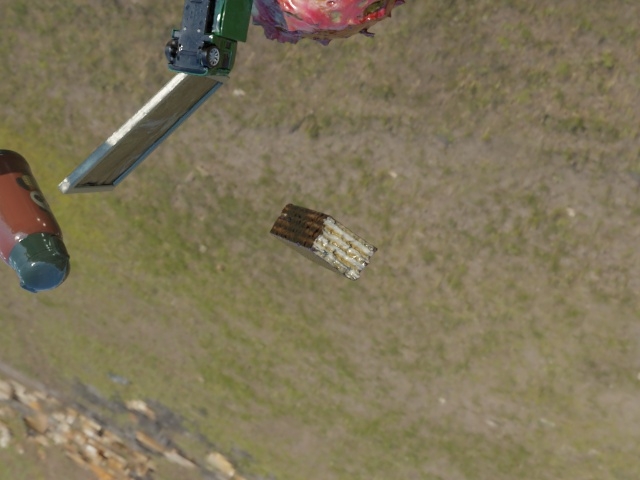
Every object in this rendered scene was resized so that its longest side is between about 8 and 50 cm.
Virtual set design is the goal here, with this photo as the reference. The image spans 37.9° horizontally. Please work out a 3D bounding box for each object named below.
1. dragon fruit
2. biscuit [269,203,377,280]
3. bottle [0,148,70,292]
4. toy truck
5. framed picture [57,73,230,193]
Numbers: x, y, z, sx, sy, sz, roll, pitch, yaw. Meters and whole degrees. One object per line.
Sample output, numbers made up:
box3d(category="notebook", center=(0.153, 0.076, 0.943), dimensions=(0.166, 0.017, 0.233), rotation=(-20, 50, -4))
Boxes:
box3d(category="dragon fruit", center=(0.019, -0.348, 1.161), dimensions=(0.268, 0.205, 0.210), rotation=(8, 112, 44))
box3d(category="biscuit", center=(0.000, 0.000, 1.609), dimensions=(0.106, 0.070, 0.252), rotation=(34, 176, -20))
box3d(category="bottle", center=(-0.625, -0.034, 1.944), dimensions=(0.336, 0.144, 0.144), rotation=(54, 166, 31))
box3d(category="toy truck", center=(-0.124, -0.256, 1.048), dimensions=(0.065, 0.147, 0.079), rotation=(14, -173, 28))
box3d(category="framed picture", center=(-0.306, -0.197, 1.655), dimensions=(0.020, 0.324, 0.240), rotation=(49, -173, 2))
